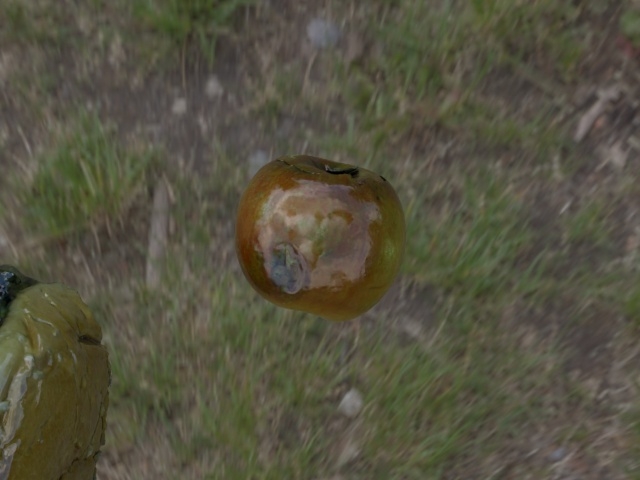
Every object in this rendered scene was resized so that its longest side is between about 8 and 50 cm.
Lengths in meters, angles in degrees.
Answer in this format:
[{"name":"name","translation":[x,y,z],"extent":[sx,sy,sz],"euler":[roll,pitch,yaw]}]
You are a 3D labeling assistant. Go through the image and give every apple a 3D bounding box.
[{"name":"apple","translation":[0.000,0.000,1.245],"extent":[0.099,0.114,0.102],"euler":[19,102,34]}]

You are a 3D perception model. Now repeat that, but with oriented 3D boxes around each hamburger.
[{"name":"hamburger","translation":[-0.237,0.165,1.270],"extent":[0.132,0.211,0.309],"euler":[19,104,10]}]
